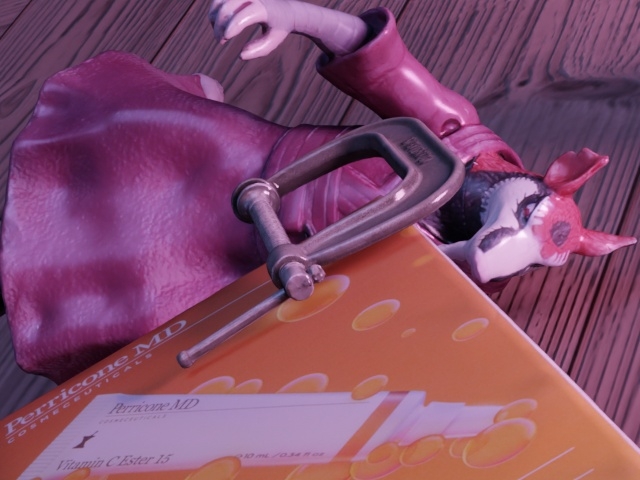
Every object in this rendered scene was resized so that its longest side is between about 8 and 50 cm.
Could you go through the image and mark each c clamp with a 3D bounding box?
[{"bbox_3d":[-0.005,-0.013,0.744,0.137,0.022,0.161,-27,19,5],"label":"c clamp"}]

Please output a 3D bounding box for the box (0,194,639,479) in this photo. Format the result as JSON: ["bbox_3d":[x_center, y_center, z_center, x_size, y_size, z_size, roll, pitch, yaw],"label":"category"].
[{"bbox_3d":[0.012,0.143,0.624,0.215,0.168,0.345,-31,19,-3],"label":"box"}]

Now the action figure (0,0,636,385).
[{"bbox_3d":[0.000,0.000,0.962,0.370,0.248,0.275,1,-2,25],"label":"action figure"}]
